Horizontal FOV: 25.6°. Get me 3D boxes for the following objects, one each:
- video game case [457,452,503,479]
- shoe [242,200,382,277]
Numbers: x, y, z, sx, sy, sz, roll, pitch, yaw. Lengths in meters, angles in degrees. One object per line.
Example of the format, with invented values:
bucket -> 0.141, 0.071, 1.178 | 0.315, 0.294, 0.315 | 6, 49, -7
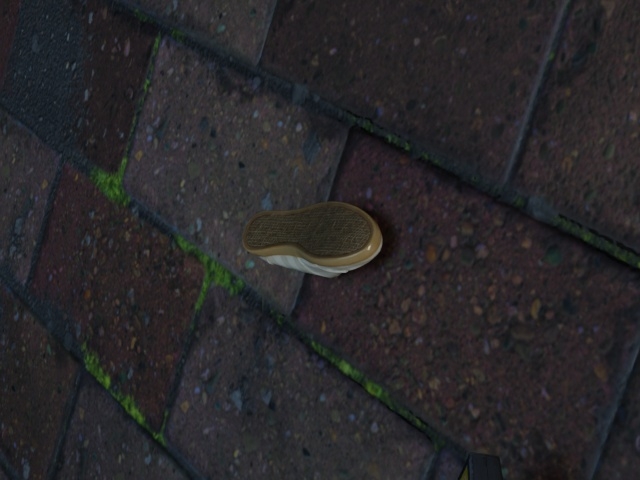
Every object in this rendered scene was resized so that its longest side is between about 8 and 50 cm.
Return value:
video game case -> 0.118, 0.367, 1.217 | 0.274, 0.035, 0.248 | -90, 12, -47
shoe -> 0.000, 0.000, 1.579 | 0.219, 0.058, 0.076 | 5, 67, 50
